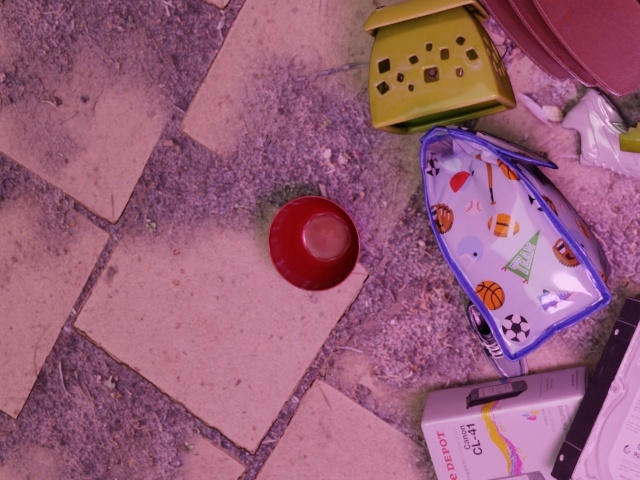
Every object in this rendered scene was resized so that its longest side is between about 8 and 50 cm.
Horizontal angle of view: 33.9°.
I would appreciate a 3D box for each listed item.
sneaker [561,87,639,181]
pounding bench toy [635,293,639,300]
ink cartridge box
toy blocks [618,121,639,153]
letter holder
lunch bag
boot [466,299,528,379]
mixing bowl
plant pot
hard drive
[{"bbox_3d":[0.517,-0.154,1.845,0.115,0.090,0.232,-44,76,24],"label":"sneaker"},{"bbox_3d":[0.594,0.127,1.859,0.052,0.083,0.065,-19,92,18],"label":"pounding bench toy"},{"bbox_3d":[0.363,0.377,1.927,0.306,0.131,0.226,-14,105,16],"label":"ink cartridge box"},{"bbox_3d":[0.706,-0.235,1.709,0.381,0.191,0.261,10,72,22],"label":"toy blocks"},{"bbox_3d":[0.406,-0.368,1.719,0.214,0.152,0.302,-34,126,23],"label":"letter holder"},{"bbox_3d":[0.320,-0.035,1.785,0.239,0.328,0.385,-36,85,15],"label":"lunch bag"},{"bbox_3d":[0.323,0.191,1.945,0.069,0.086,0.190,-30,90,18],"label":"boot"},{"bbox_3d":[0.000,0.000,2.002,0.181,0.098,0.181,3,99,16],"label":"mixing bowl"},{"bbox_3d":[0.202,-0.312,1.835,0.227,0.228,0.207,-11,89,18],"label":"plant pot"},{"bbox_3d":[0.564,0.294,1.810,0.237,0.064,0.339,25,89,-24],"label":"hard drive"}]
